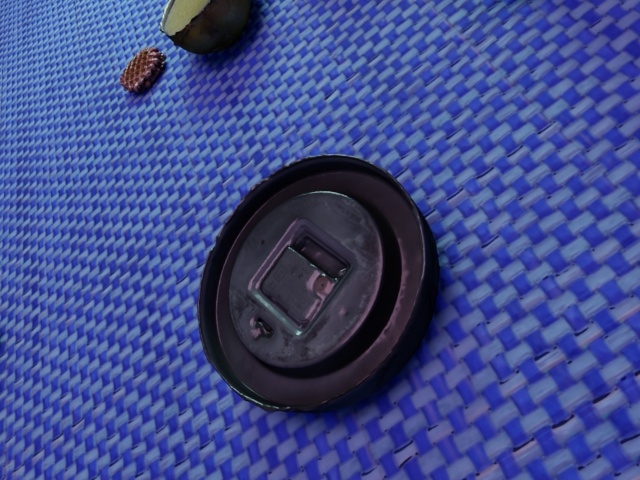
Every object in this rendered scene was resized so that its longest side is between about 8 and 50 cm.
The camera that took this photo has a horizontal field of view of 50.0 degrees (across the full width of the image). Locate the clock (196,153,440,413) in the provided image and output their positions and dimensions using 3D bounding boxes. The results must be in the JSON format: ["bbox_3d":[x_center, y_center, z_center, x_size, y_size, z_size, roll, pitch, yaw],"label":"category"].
[{"bbox_3d":[-0.006,0.035,0.589,0.226,0.049,0.226,-13,64,29],"label":"clock"}]

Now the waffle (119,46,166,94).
[{"bbox_3d":[-0.273,-0.259,1.049,0.075,0.029,0.083,26,81,46],"label":"waffle"}]

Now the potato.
[{"bbox_3d":[-0.142,-0.336,0.962,0.164,0.081,0.200,-28,44,32],"label":"potato"}]
